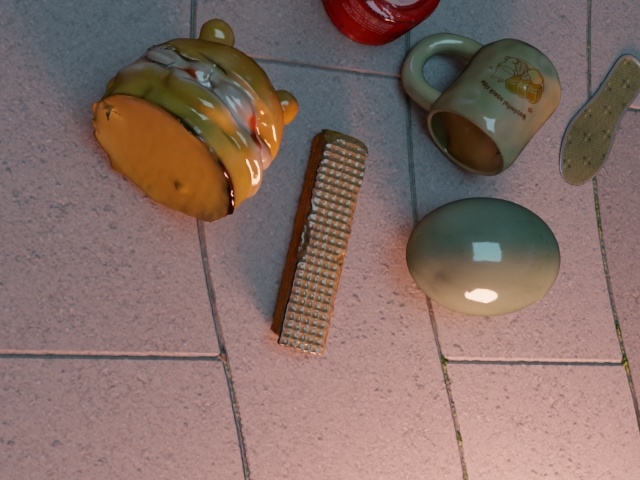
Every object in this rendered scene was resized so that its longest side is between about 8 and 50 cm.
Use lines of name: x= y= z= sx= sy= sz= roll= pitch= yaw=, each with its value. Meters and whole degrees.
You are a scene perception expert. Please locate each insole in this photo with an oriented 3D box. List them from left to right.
insole: x=0.549 y=-0.237 z=2.096 sx=0.109 sy=0.007 sz=0.322 roll=41 pitch=69 yaw=-14

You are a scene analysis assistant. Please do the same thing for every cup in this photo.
cup: x=0.279 y=-0.254 z=1.919 sx=0.202 sy=0.255 sz=0.173 roll=-50 pitch=145 yaw=-21

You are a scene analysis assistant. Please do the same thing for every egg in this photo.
egg: x=0.277 y=0.028 z=1.827 sx=0.282 sy=0.203 sz=0.203 roll=7 pitch=79 yaw=-26

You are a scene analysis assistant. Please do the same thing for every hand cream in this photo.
hand cream: x=0.107 y=-0.443 z=1.865 sx=0.193 sy=0.125 sz=0.193 roll=3 pitch=83 yaw=-23

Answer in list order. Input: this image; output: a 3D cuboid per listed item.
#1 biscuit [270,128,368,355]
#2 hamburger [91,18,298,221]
biscuit: x=0.000 y=0.000 z=1.789 sx=0.094 sy=0.054 sz=0.379 roll=17 pitch=75 yaw=-22
hamburger: x=-0.180 y=-0.191 z=1.628 sx=0.276 sy=0.276 sz=0.237 roll=44 pitch=61 yaw=-13
